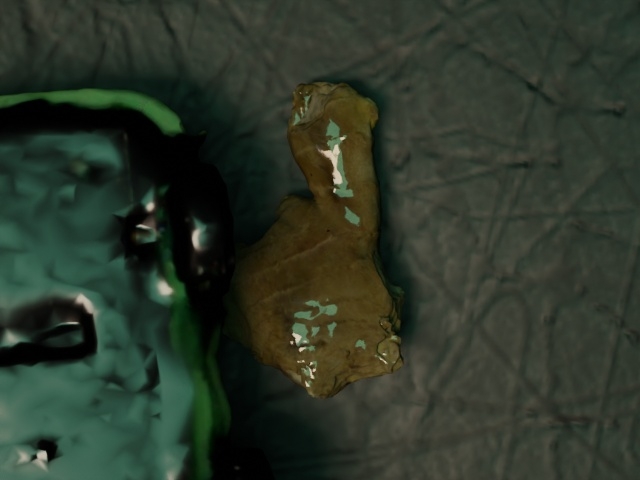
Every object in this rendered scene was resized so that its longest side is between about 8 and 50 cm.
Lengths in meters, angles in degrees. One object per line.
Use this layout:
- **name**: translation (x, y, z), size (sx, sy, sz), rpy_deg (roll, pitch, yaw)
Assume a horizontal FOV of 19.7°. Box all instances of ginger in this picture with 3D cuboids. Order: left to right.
- **ginger**: translation (-0.008, 0.002, 0.957), size (0.096, 0.067, 0.165), rpy_deg (-7, 78, 15)

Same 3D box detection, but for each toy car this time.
- **toy car**: translation (-0.136, 0.111, 0.918), size (0.214, 0.176, 0.358), rpy_deg (-8, 85, -8)
